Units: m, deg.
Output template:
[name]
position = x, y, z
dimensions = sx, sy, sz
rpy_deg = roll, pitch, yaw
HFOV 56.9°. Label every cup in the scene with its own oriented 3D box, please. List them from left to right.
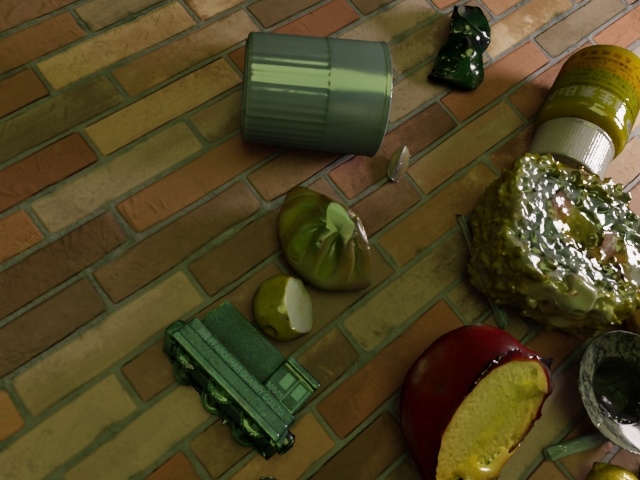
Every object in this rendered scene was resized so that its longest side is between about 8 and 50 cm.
[cup]
position = -0.021, -0.365, 1.351
dimensions = 0.310, 0.257, 0.332
rpy_deg = 3, 70, -10

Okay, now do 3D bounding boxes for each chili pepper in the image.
[chili pepper]
position = 0.395, -0.532, 1.583
dimensions = 0.148, 0.116, 0.265
rpy_deg = 22, 67, -7

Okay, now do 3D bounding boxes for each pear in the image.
[pear]
position = -0.085, 0.141, 1.217
dimensions = 0.103, 0.141, 0.141
rpy_deg = -11, 65, 27

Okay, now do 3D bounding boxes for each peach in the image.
[peach]
position = 0.277, 0.328, 1.180
dimensions = 0.257, 0.201, 0.362
rpy_deg = 43, 78, -32

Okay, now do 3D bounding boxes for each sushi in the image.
[sushi]
position = 0.531, 0.027, 1.320
dimensions = 0.396, 0.240, 0.352
rpy_deg = 22, 62, -8

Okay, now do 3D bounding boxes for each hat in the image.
[hat]
position = 0.648, 0.332, 1.291
dimensions = 0.265, 0.128, 0.266
rpy_deg = 3, 73, -9

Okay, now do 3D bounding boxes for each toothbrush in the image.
[toothbrush]
position = 0.377, 0.069, 1.392
dimensions = 0.028, 0.026, 0.295
rpy_deg = -12, 71, -25

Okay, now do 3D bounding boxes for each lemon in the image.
[lemon]
position = 0.608, 0.521, 1.220
dimensions = 0.109, 0.109, 0.133
rpy_deg = -17, 67, -18

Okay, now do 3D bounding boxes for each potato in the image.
[potato]
position = 0.190, -0.185, 1.450
dimensions = 0.037, 0.036, 0.093
rpy_deg = 26, 81, -41

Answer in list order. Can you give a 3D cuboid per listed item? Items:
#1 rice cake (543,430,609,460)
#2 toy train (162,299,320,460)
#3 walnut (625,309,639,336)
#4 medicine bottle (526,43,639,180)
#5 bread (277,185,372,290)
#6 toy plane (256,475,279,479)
[rice cake]
position = 0.566, 0.440, 1.279
dimensions = 0.180, 0.042, 0.031
rpy_deg = -11, 69, -17
[toy train]
position = -0.153, 0.260, 1.149
dimensions = 0.330, 0.139, 0.178
rpy_deg = 44, 57, 9
[walnut]
position = 0.796, 0.179, 1.349
dimensions = 0.192, 0.193, 0.226
rpy_deg = -6, 77, -14
[medicine bottle]
position = 0.661, -0.292, 1.490
dimensions = 0.224, 0.224, 0.385
rpy_deg = 32, 67, 1
[bread]
position = 0.006, 0.012, 1.265
dimensions = 0.260, 0.158, 0.156
rpy_deg = 32, 69, 4
[toy plane]
position = -0.166, 0.533, 1.052
dimensions = 0.381, 0.106, 0.156
rpy_deg = -4, 86, -20
